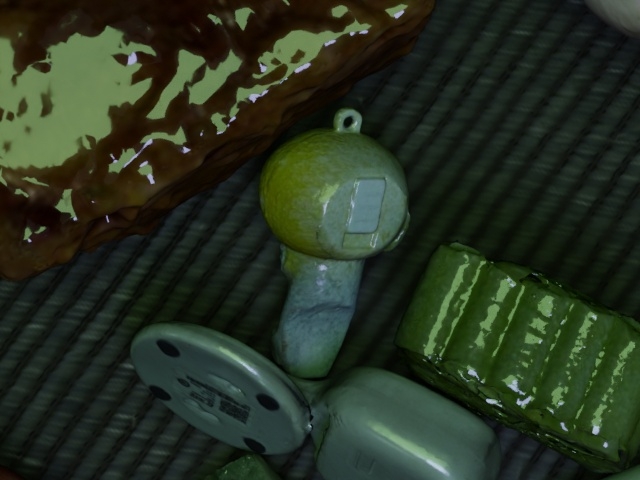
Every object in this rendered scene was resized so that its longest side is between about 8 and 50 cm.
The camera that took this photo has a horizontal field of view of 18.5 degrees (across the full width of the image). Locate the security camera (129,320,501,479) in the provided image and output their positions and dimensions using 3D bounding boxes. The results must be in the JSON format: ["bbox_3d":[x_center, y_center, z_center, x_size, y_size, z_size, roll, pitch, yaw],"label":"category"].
[{"bbox_3d":[-0.004,0.131,1.530,0.301,0.157,0.080,25,62,5],"label":"security camera"}]

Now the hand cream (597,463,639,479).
[{"bbox_3d":[0.198,0.257,1.556,0.306,0.093,0.147,-28,86,10],"label":"hand cream"}]

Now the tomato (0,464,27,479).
[{"bbox_3d":[-0.303,0.282,1.492,0.256,0.224,0.256,1,77,-4],"label":"tomato"}]

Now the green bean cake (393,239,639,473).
[{"bbox_3d":[0.160,0.088,1.490,0.200,0.214,0.113,27,86,6],"label":"green bean cake"}]

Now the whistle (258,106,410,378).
[{"bbox_3d":[0.000,0.000,1.560,0.123,0.123,0.223,11,107,1],"label":"whistle"}]

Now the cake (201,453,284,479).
[{"bbox_3d":[-0.003,0.320,1.552,0.158,0.172,0.283,-42,54,11],"label":"cake"}]

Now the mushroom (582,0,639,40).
[{"bbox_3d":[0.354,-0.191,1.485,0.314,0.314,0.336,-20,109,0],"label":"mushroom"}]

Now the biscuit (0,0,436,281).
[{"bbox_3d":[-0.148,-0.197,1.514,0.395,0.166,0.342,-31,82,-1],"label":"biscuit"}]
